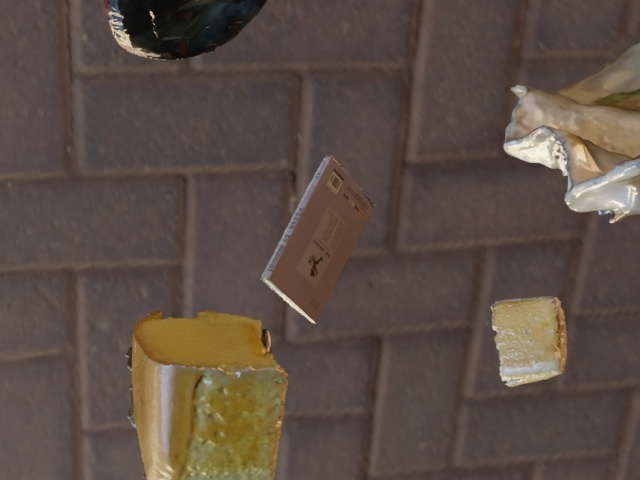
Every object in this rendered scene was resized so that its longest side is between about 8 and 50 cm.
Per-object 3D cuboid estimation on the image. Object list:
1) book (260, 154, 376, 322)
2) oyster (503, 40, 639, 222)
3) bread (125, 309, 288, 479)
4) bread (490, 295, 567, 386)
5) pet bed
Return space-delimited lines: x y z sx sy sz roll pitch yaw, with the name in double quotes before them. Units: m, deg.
"book" 0.000 0.000 1.756 0.127 0.014 0.181 45 66 -47
"oyster" 0.262 -0.048 0.676 0.351 0.238 0.115 6 126 12
"bread" -0.105 0.141 1.278 0.140 0.160 0.169 1 119 -15
"bread" 0.310 0.150 2.062 0.106 0.125 0.082 -6 164 14
"pet bed" -0.141 -0.270 1.492 0.201 0.053 0.201 -19 147 -13
